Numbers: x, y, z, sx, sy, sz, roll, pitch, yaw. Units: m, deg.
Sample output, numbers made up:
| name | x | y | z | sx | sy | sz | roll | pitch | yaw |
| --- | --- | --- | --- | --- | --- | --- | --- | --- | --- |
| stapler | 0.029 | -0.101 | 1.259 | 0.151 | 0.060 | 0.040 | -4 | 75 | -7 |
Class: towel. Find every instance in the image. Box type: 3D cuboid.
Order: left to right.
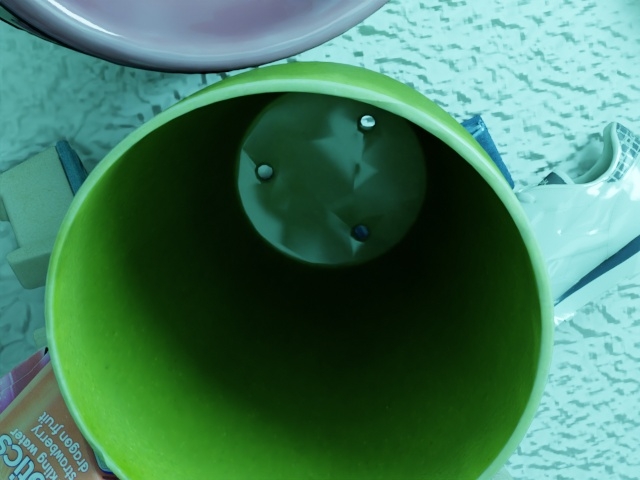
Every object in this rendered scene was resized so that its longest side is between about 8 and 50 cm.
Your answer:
| name | x | y | z | sx | sy | sz | roll | pitch | yaw |
| --- | --- | --- | --- | --- | --- | --- | --- | --- | --- |
| towel | 0.076 | -0.034 | 1.259 | 0.119 | 0.029 | 0.067 | -31 | 117 | -1 |

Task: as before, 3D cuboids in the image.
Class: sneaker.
| name | x | y | z | sx | sy | sz | roll | pitch | yaw |
| --- | --- | --- | --- | --- | --- | --- | --- | --- | --- |
| sneaker | 0.147 | 0.014 | 1.278 | 0.235 | 0.090 | 0.095 | -36 | 103 | -2 |

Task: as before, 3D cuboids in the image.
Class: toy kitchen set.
| name | x | y | z | sx | sy | sz | roll | pitch | yaw |
| --- | --- | --- | --- | --- | --- | --- | --- | --- | --- |
| toy kitchen set | -0.128 | 0.046 | 1.222 | 0.122 | 0.166 | 0.207 | -22 | 152 | -5 |

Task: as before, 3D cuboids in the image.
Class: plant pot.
| name | x | y | z | sx | sy | sz | roll | pitch | yaw |
| --- | --- | --- | --- | --- | --- | --- | --- | --- | --- |
| plant pot | 0.000 | 0.000 | 1.091 | 0.275 | 0.293 | 0.275 | 2 | 109 | 5 |

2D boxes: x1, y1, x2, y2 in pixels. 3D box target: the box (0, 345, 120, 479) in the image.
| name | x | y | z | sx | sy | sz | roll | pitch | yaw |
| --- | --- | --- | --- | --- | --- | --- | --- | --- | --- |
| box | -0.110 | 0.189 | 1.143 | 0.142 | 0.154 | 0.300 | -34 | 152 | 19 |

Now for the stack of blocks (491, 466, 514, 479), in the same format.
| name | x | y | z | sx | sy | sz | roll | pitch | yaw |
| --- | --- | --- | --- | --- | --- | --- | --- | --- | --- |
| stack of blocks | 0.013 | 0.281 | 1.340 | 0.171 | 0.087 | 0.297 | 14 | 108 | -20 |

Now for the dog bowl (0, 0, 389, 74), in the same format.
| name | x | y | z | sx | sy | sz | roll | pitch | yaw |
| --- | --- | --- | --- | --- | --- | --- | --- | --- | --- |
| dog bowl | -0.074 | -0.282 | 1.051 | 0.408 | 0.150 | 0.408 | -6 | 114 | -13 |
